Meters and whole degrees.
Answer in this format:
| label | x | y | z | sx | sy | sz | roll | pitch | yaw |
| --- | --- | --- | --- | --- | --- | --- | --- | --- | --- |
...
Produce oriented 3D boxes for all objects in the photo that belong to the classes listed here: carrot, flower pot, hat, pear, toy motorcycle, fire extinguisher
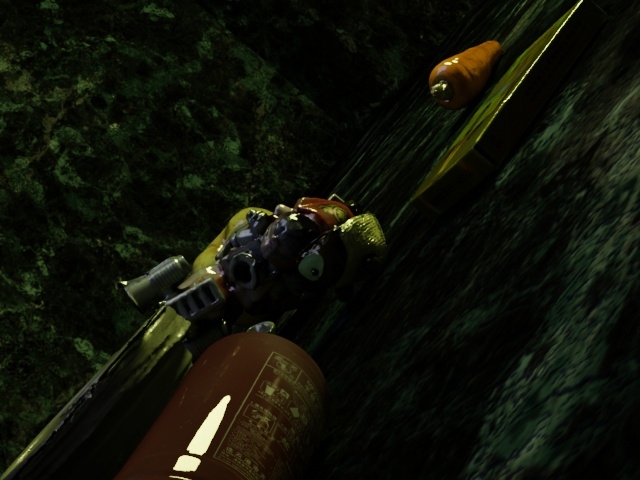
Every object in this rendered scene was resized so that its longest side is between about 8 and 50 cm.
| label | x | y | z | sx | sy | sz | roll | pitch | yaw |
| --- | --- | --- | --- | --- | --- | --- | --- | --- | --- |
| carrot | 0.195 | -0.214 | 1.576 | 0.061 | 0.061 | 0.256 | -48 | -5 | 32 |
| flower pot | -0.167 | 0.180 | 1.142 | 0.235 | 0.140 | 0.235 | -49 | 6 | 6 |
| hat | 0.026 | 0.016 | 1.147 | 0.077 | 0.059 | 0.076 | -42 | -9 | 29 |
| pear | -0.095 | 0.041 | 1.761 | 0.167 | 0.136 | 0.167 | -48 | 7 | 8 |
| toy motorcycle | -0.111 | 0.058 | 1.457 | 0.401 | 0.134 | 0.207 | -30 | -2 | -9 |
| fire extinguisher | -0.051 | 0.125 | 0.727 | 0.105 | 0.105 | 0.269 | -49 | 4 | 20 |

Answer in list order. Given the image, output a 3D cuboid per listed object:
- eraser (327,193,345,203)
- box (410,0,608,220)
| label | x | y | z | sx | sy | sz | roll | pitch | yaw |
| --- | --- | --- | --- | --- | --- | --- | --- | --- | --- |
| eraser | 0.000 | 0.000 | 1.657 | 0.122 | 0.052 | 0.029 | -52 | 2 | -21 |
| box | 0.156 | -0.109 | 1.060 | 0.193 | 0.030 | 0.121 | -51 | 3 | -28 |
